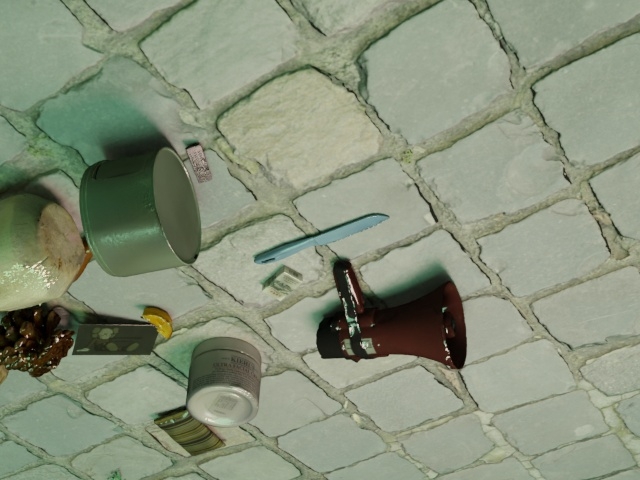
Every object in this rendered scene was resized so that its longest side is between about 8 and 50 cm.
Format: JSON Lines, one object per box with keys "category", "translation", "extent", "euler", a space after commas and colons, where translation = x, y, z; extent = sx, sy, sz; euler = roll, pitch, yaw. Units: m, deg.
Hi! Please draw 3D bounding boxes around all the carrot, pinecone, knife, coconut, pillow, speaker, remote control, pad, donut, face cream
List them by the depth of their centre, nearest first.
{"category": "remote control", "translation": [-0.235, -0.150, 1.657], "extent": [0.034, 0.016, 0.091], "euler": [-18, 135, -4]}
{"category": "coconut", "translation": [-0.605, 0.031, 1.703], "extent": [0.231, 0.227, 0.227], "euler": [-18, 133, 16]}
{"category": "knife", "translation": [0.000, 0.000, 1.812], "extent": [0.313, 0.019, 0.044], "euler": [-20, 140, 19]}
{"category": "carrot", "translation": [-0.495, 0.021, 1.817], "extent": [0.048, 0.048, 0.216], "euler": [30, 122, -27]}
{"category": "speaker", "translation": [0.140, 0.182, 1.889], "extent": [0.330, 0.198, 0.259], "euler": [-5, 149, 17]}
{"category": "pinecone", "translation": [-0.662, 0.229, 1.944], "extent": [0.195, 0.149, 0.179], "euler": [6, 153, -5]}
{"category": "donut", "translation": [-0.378, 0.187, 1.986], "extent": [0.083, 0.037, 0.067], "euler": [20, 135, -13]}
{"category": "pad", "translation": [-0.484, 0.237, 2.029], "extent": [0.190, 0.004, 0.127], "euler": [3, 138, -24]}
{"category": "face cream", "translation": [-0.232, 0.345, 2.066], "extent": [0.177, 0.152, 0.177], "euler": [-1, 135, -1]}
{"category": "pillow", "translation": [-0.353, 0.524, 2.330], "extent": [0.113, 0.038, 0.203], "euler": [-19, 133, 15]}

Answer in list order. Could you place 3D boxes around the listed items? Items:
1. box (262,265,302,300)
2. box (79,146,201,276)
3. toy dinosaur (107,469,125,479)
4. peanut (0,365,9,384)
{"category": "box", "translation": [-0.085, 0.096, 1.903], "extent": [0.054, 0.024, 0.083], "euler": [29, 129, -28]}
{"category": "box", "translation": [-0.334, -0.051, 1.608], "extent": [0.150, 0.226, 0.226], "euler": [-11, 135, 10]}
{"category": "toy dinosaur", "translation": [-0.594, 0.701, 2.522], "extent": [0.083, 0.021, 0.062], "euler": [-28, 136, 31]}
{"category": "peanut", "translation": [-0.862, 0.317, 1.968], "extent": [0.140, 0.325, 0.153], "euler": [-10, 91, 26]}
